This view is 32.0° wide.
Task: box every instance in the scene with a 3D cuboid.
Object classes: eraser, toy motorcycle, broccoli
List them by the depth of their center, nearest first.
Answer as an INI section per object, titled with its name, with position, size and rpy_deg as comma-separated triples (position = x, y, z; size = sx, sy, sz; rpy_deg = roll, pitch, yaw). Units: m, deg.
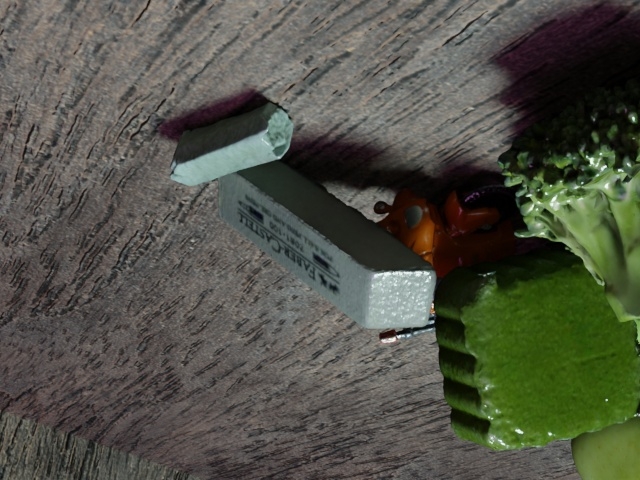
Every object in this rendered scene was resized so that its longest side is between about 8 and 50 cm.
[broccoli]
position = 0.375, -0.053, 1.278
size = 0.334, 0.272, 0.324
rpy_deg = -1, -170, 12
[eraser]
position = -0.001, 0.000, 1.515
size = 0.352, 0.077, 0.111
rpy_deg = 36, 139, 31
[toy motorcycle]
position = 0.171, 0.033, 1.604
size = 0.221, 0.147, 0.325
rpy_deg = -11, 145, -3

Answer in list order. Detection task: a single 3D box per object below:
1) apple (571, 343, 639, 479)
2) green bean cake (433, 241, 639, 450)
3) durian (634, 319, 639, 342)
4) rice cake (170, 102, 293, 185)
[apple]
position = 0.565, 0.294, 1.704
size = 0.357, 0.357, 0.357
rpy_deg = 10, 153, 5
[green bean cake]
position = 0.288, 0.140, 1.494
size = 0.250, 0.246, 0.156
rpy_deg = -12, -174, -16
[durian]
position = 0.374, 0.107, 1.661
size = 0.250, 0.101, 0.139
rpy_deg = 7, -176, 6
[rice cake]
position = -0.121, -0.129, 1.496
size = 0.206, 0.069, 0.063
rpy_deg = -16, 138, 39
